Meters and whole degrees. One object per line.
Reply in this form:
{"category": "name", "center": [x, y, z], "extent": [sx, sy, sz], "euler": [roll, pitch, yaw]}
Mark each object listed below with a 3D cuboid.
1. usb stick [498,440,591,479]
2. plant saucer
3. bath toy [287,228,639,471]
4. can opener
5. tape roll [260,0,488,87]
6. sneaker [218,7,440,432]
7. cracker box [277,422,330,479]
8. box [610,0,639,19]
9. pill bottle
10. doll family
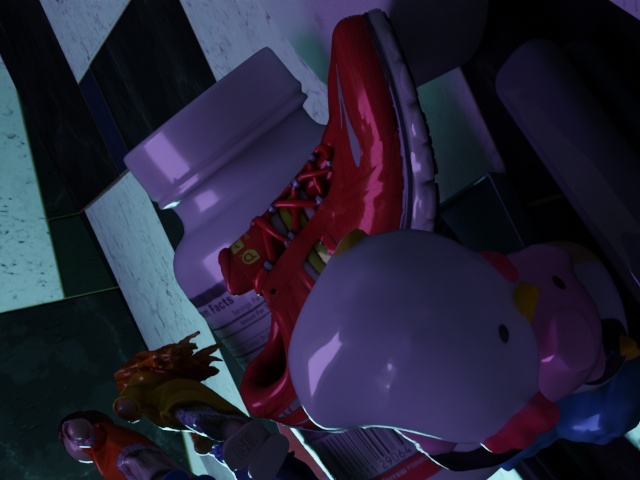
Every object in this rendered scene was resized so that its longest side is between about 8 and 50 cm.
{"category": "usb stick", "center": [0.165, 0.174, 1.293], "extent": [0.278, 0.045, 0.077], "euler": [51, 167, 43]}
{"category": "plant saucer", "center": [0.112, -0.004, 1.242], "extent": [0.067, 0.018, 0.192], "euler": [64, 166, 3]}
{"category": "bath toy", "center": [0.098, 0.063, 0.931], "extent": [0.129, 0.151, 0.348], "euler": [30, -178, 19]}
{"category": "can opener", "center": [0.175, 0.017, 0.903], "extent": [0.093, 0.074, 0.280], "euler": [-44, 64, 36]}
{"category": "tape roll", "center": [-0.019, -0.270, 1.112], "extent": [0.392, 0.072, 0.392], "euler": [58, 168, 19]}
{"category": "sneaker", "center": [0.000, 0.000, 1.022], "extent": [0.107, 0.118, 0.279], "euler": [-108, 21, -60]}
{"category": "cracker box", "center": [0.029, 0.130, 1.432], "extent": [0.232, 0.067, 0.156], "euler": [-75, -26, -55]}
{"category": "box", "center": [0.156, -0.147, 0.834], "extent": [0.136, 0.028, 0.081], "euler": [44, 155, 48]}
{"category": "pill bottle", "center": [0.010, 0.029, 1.211], "extent": [0.318, 0.176, 0.176], "euler": [53, 166, -5]}
{"category": "doll family", "center": [-0.059, 0.145, 1.182], "extent": [0.263, 0.118, 0.163], "euler": [38, 170, -39]}
